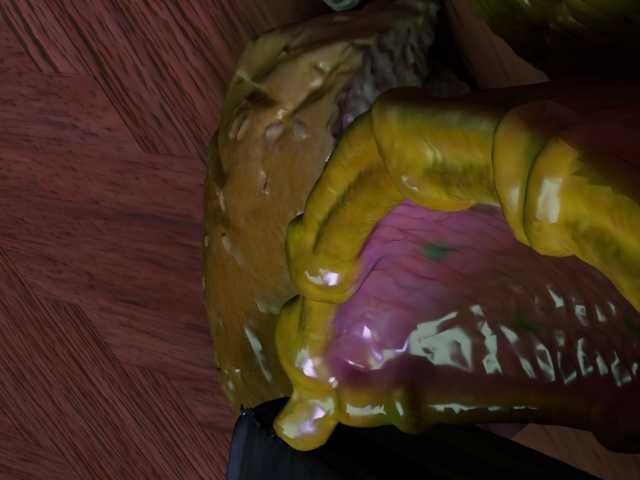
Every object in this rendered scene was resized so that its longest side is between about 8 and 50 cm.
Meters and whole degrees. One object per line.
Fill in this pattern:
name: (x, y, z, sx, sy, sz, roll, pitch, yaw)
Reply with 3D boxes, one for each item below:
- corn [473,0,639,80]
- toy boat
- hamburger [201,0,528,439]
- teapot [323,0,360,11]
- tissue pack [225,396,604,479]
corn: (0.078, -0.092, 0.378, 0.102, 0.102, 0.313, 38, 175, 9)
toy boat: (0.062, 0.018, 0.446, 0.141, 0.099, 0.318, 37, 169, -11)
hamburger: (0.000, 0.000, 0.819, 0.155, 0.135, 0.207, 19, 144, 36)
teapot: (0.012, -0.122, 0.669, 0.067, 0.083, 0.057, 31, 157, 18)
tissue pack: (0.040, 0.207, 0.582, 0.124, 0.288, 0.394, 7, -179, -12)
